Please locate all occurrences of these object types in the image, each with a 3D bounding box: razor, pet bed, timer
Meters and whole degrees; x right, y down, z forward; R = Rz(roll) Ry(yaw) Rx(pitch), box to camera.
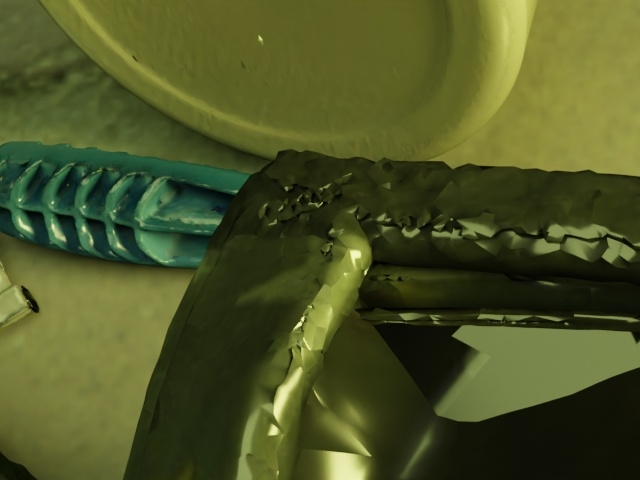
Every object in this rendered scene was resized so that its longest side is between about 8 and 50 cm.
[{"bbox_3d":[0.000,0.000,0.617,0.253,0.042,0.082,8,111,26],"label":"razor"},{"bbox_3d":[0.053,0.096,0.451,0.183,0.211,0.159,8,67,20],"label":"pet bed"},{"bbox_3d":[0.028,-0.174,0.645,0.175,0.175,0.266,11,52,25],"label":"timer"}]

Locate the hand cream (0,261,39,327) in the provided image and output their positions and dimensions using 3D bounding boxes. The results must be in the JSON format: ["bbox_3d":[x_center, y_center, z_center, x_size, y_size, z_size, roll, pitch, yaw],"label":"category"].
[{"bbox_3d":[-0.191,-0.055,0.712,0.084,0.050,0.257,-32,62,1],"label":"hand cream"}]

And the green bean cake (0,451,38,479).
[{"bbox_3d":[-0.141,0.144,0.570,0.183,0.094,0.185,-45,59,-4],"label":"green bean cake"}]
